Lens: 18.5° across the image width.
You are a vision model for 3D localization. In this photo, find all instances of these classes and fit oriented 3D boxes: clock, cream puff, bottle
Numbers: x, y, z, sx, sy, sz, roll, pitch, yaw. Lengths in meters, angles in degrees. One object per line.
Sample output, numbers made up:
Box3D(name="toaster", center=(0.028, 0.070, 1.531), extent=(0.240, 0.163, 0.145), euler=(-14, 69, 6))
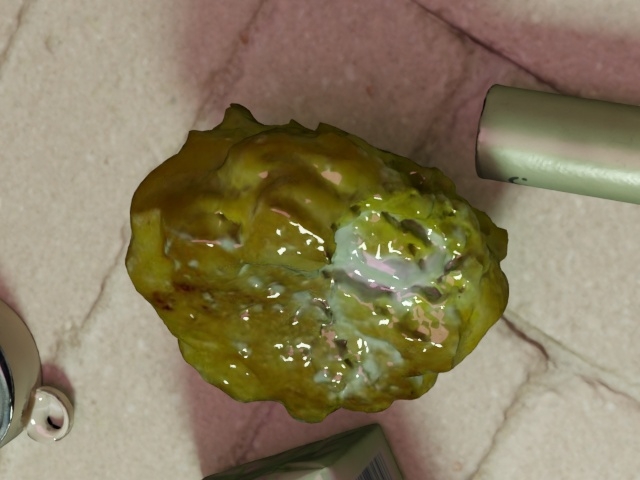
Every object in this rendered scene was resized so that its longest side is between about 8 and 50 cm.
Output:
Box3D(name="clock", center=(-0.316, 0.117, 1.658), extent=(0.229, 0.063, 0.155), euler=(24, 109, 14))
Box3D(name="cream puff", center=(0.002, 0.000, 1.447), extent=(0.282, 0.185, 0.282), euler=(10, 136, 10))
Box3D(name="bottle", center=(0.216, -0.063, 1.416), extent=(0.201, 0.072, 0.072), euler=(11, 107, 18))

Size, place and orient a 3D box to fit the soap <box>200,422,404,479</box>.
Box3D(name="soap", center=(-0.013, 0.267, 1.544), extent=(0.182, 0.138, 0.199), euler=(-21, 95, 22))
